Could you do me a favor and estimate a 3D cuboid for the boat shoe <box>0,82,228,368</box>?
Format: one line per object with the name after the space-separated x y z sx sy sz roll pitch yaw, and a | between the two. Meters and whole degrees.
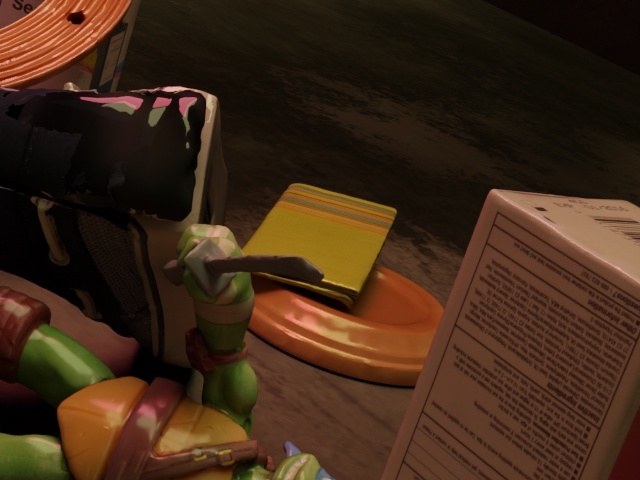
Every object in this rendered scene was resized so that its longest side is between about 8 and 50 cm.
-0.143 -0.011 0.979 0.158 0.127 0.340 8 -21 0 | boat shoe

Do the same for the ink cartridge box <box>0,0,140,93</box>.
-0.252 -0.171 1.362 0.154 0.212 0.093 23 18 12 | ink cartridge box

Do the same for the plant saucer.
0.022 0.053 1.263 0.200 0.037 0.200 17 18 -6 | plant saucer

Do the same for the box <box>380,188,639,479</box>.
0.146 0.106 0.908 0.126 0.232 0.148 3 24 -41 | box

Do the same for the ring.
-0.306 -0.210 1.216 0.336 0.032 0.337 5 46 -5 | ring

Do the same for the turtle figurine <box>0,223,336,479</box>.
-0.121 0.075 0.771 0.266 0.198 0.274 15 4 14 | turtle figurine

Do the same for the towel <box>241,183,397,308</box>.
0.000 0.000 1.310 0.102 0.021 0.237 14 18 5 | towel
